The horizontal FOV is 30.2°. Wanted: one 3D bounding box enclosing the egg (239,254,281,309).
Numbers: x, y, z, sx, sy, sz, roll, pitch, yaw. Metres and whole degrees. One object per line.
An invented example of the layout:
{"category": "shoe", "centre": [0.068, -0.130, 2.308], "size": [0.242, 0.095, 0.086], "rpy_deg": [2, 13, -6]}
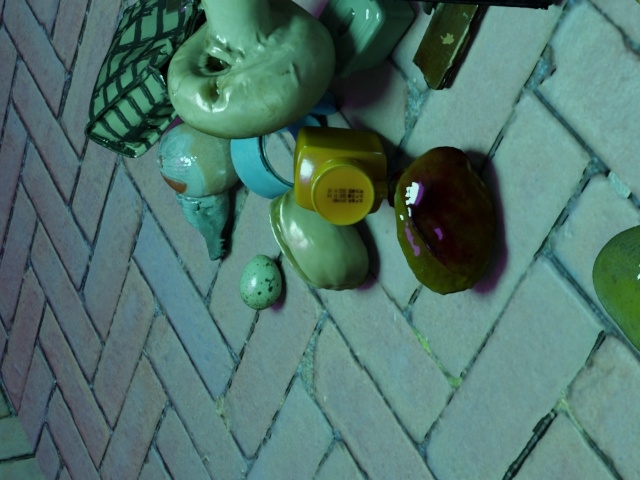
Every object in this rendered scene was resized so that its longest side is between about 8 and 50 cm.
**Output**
{"category": "egg", "centre": [-0.119, 0.083, 2.342], "size": [0.085, 0.085, 0.110], "rpy_deg": [3, 96, 55]}

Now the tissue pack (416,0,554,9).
{"category": "tissue pack", "centre": [0.111, -0.427, 1.635], "size": [0.288, 0.394, 0.124], "rpy_deg": [45, 130, 43]}

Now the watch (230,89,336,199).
{"category": "watch", "centre": [-0.078, -0.178, 2.141], "size": [0.211, 0.211, 0.193], "rpy_deg": [-19, 63, 55]}

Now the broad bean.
{"category": "broad bean", "centre": [0.193, -0.032, 1.838], "size": [0.122, 0.156, 0.228], "rpy_deg": [-56, -45, -80]}

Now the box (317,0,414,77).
{"category": "box", "centre": [0.076, -0.362, 1.965], "size": [0.172, 0.093, 0.124], "rpy_deg": [-51, 56, 47]}

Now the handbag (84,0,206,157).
{"category": "handbag", "centre": [-0.328, -0.372, 2.410], "size": [0.327, 0.162, 0.325], "rpy_deg": [-29, 42, 54]}

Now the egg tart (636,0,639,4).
{"category": "egg tart", "centre": [0.443, -0.399, 1.410], "size": [0.297, 0.132, 0.297], "rpy_deg": [42, 144, 41]}

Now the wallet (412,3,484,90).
{"category": "wallet", "centre": [0.200, -0.325, 1.853], "size": [0.095, 0.026, 0.176], "rpy_deg": [60, 139, 39]}

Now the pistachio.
{"category": "pistachio", "centre": [0.000, 0.000, 2.086], "size": [0.215, 0.144, 0.144], "rpy_deg": [54, 145, -7]}

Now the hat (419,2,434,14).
{"category": "hat", "centre": [0.178, -0.398, 1.859], "size": [0.042, 0.058, 0.087], "rpy_deg": [-3, 111, 21]}

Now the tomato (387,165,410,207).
{"category": "tomato", "centre": [0.148, -0.080, 1.933], "size": [0.087, 0.075, 0.087], "rpy_deg": [8, 100, 52]}

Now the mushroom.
{"category": "mushroom", "centre": [-0.137, -0.319, 1.919], "size": [0.292, 0.292, 0.290], "rpy_deg": [39, 164, 45]}

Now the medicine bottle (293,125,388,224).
{"category": "medicine bottle", "centre": [0.031, -0.108, 1.958], "size": [0.222, 0.149, 0.112], "rpy_deg": [-95, 11, -70]}

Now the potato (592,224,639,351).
{"category": "potato", "centre": [0.437, 0.066, 1.472], "size": [0.174, 0.159, 0.251], "rpy_deg": [-61, 34, 9]}

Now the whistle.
{"category": "whistle", "centre": [-0.249, -0.110, 2.437], "size": [0.189, 0.189, 0.348], "rpy_deg": [37, 136, 46]}
